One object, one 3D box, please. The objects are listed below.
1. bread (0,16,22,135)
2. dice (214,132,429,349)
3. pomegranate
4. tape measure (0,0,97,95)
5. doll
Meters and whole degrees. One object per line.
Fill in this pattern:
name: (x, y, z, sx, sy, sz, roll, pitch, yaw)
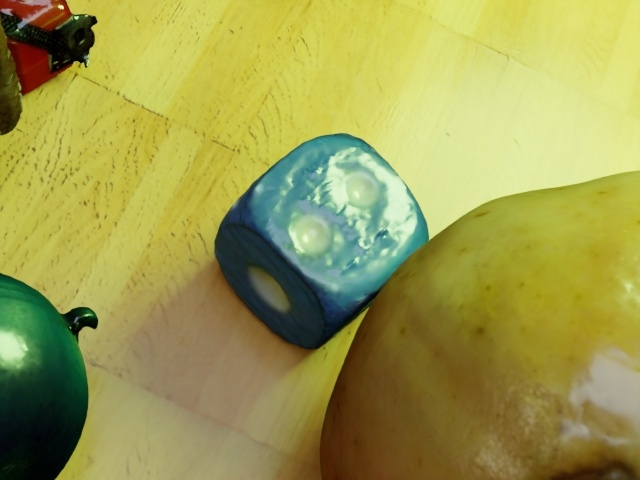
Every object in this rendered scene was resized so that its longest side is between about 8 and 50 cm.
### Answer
bread: (-0.359, -0.275, 0.734, 0.113, 0.165, 0.417, -21, 73, -21)
dice: (0.000, 0.000, 0.831, 0.146, 0.146, 0.143, -39, 82, -23)
pomegranate: (0.198, 0.151, 0.705, 0.411, 0.411, 0.412, 4, 68, -10)
tape measure: (-0.379, -0.209, 0.852, 0.260, 0.114, 0.253, -38, 80, -23)
doll: (-0.305, 0.140, 0.684, 0.322, 0.199, 0.186, -36, 50, -14)
